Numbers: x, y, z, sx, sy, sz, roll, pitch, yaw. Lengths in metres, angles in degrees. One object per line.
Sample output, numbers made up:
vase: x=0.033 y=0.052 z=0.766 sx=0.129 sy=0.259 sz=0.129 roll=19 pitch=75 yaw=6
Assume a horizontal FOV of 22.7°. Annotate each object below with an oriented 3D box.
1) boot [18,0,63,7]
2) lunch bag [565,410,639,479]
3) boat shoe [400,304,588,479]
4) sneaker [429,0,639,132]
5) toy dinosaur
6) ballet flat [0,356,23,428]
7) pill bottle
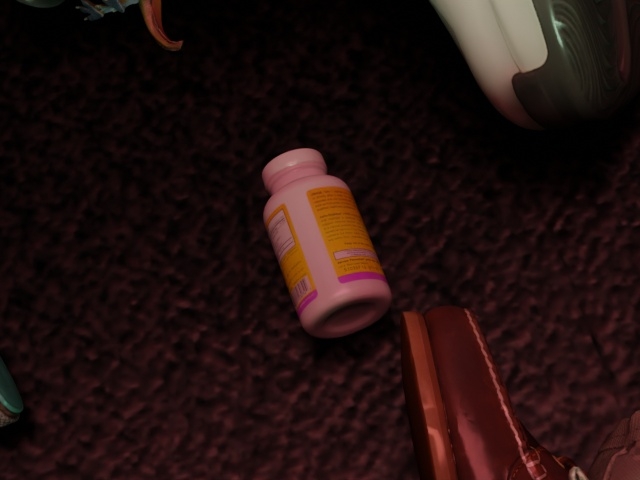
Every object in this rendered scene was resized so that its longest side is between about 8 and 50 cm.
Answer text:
boot: x=-0.157 y=-0.246 z=0.760 sx=0.083 sy=0.161 sz=0.246 roll=-18 pitch=80 yaw=-47
lunch bag: x=0.185 y=0.211 z=0.525 sx=0.287 sy=0.169 sz=0.235 roll=22 pitch=66 yaw=3
boat shoe: x=0.081 y=0.122 z=0.651 sx=0.073 sy=0.073 sz=0.207 roll=-12 pitch=71 yaw=-1
sneaker: x=-0.012 y=-0.228 z=0.810 sx=0.257 sy=0.169 sz=0.447 roll=-26 pitch=78 yaw=29
toy dinosaur: x=-0.096 y=-0.148 z=0.828 sx=0.090 sy=0.047 sz=0.082 roll=38 pitch=61 yaw=-13
ballet flat: x=-0.172 y=0.040 z=0.736 sx=0.041 sy=0.041 sz=0.114 roll=-22 pitch=63 yaw=-4
pill bottle: x=0.000 y=0.000 z=0.731 sx=0.043 sy=0.043 sz=0.083 roll=-19 pitch=64 yaw=-3
